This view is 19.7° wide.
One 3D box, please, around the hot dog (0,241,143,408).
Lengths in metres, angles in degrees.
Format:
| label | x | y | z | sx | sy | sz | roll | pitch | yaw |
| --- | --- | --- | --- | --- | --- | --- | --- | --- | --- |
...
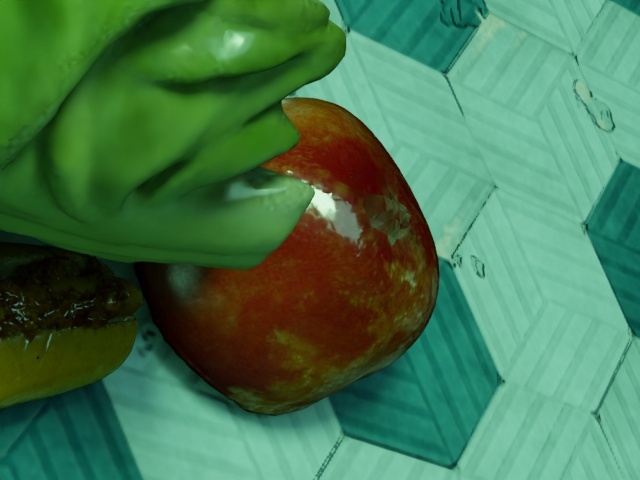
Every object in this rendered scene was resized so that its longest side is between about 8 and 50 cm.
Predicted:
| label | x | y | z | sx | sy | sz | roll | pitch | yaw |
| --- | --- | --- | --- | --- | --- | --- | --- | --- | --- |
| hot dog | -0.200 | 0.048 | 1.043 | 0.249 | 0.076 | 0.102 | -3 | 75 | -44 |

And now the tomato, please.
| label | x | y | z | sx | sy | sz | roll | pitch | yaw |
| --- | --- | --- | --- | --- | --- | --- | --- | --- | --- |
| tomato | 0.000 | 0.000 | 1.207 | 0.233 | 0.140 | 0.200 | -31 | 98 | -47 |

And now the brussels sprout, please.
| label | x | y | z | sx | sy | sz | roll | pitch | yaw |
| --- | --- | --- | --- | --- | --- | --- | --- | --- | --- |
| brussels sprout | -0.184 | -0.193 | 1.011 | 0.361 | 0.342 | 0.425 | 0 | 62 | -14 |
